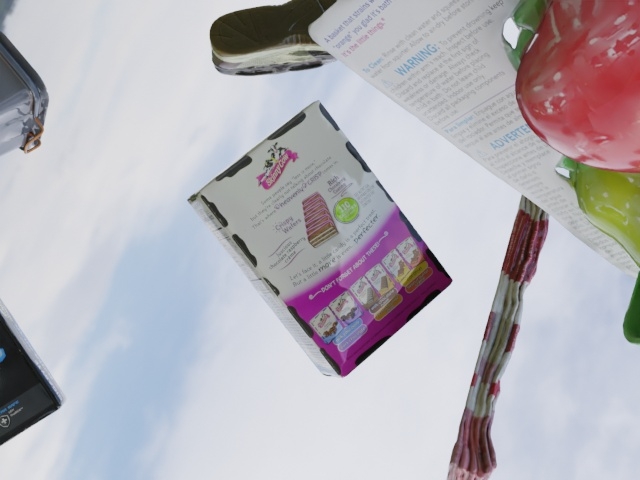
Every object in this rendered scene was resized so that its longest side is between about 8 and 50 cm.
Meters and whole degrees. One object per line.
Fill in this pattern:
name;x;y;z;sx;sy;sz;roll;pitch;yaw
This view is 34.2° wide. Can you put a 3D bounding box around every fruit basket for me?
fruit basket;0.207;-0.073;0.520;0.165;0.353;0.327;-57;-166;-27

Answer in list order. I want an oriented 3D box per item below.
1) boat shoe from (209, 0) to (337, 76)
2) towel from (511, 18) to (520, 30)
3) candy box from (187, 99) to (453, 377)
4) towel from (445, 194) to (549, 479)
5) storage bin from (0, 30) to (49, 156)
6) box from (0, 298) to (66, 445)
boat shoe;-0.023;-0.240;1.233;0.073;0.223;0.080;114;-37;-66
towel;0.380;-0.255;1.076;0.332;0.317;0.053;-37;180;30
candy box;0.000;0.000;1.052;0.159;0.233;0.071;-39;-172;-17
towel;0.164;0.139;1.007;0.237;0.037;0.329;93;16;-51
storage bin;-0.318;-0.114;0.976;0.091;0.098;0.135;-39;177;-28
box;-0.453;0.187;1.279;0.220;0.175;0.051;-32;-175;-2
